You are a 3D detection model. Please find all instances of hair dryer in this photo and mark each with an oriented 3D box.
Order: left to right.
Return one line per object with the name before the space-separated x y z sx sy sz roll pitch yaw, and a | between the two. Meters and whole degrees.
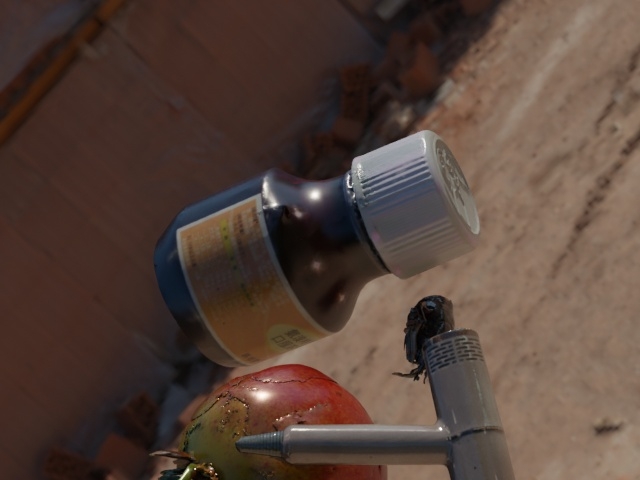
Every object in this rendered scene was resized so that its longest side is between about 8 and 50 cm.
hair dryer | 0.046 0.187 1.123 0.220 0.195 0.054 -11 -24 -4

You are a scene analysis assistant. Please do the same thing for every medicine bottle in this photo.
medicine bottle | 0.000 0.000 1.788 0.395 0.242 0.242 -25 21 22

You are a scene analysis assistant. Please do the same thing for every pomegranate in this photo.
pomegranate | -0.048 0.227 1.314 0.235 0.210 0.210 -13 -5 -33

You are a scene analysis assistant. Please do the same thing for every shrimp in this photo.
shrimp | 0.134 0.127 1.749 0.073 0.074 0.190 -43 19 28
